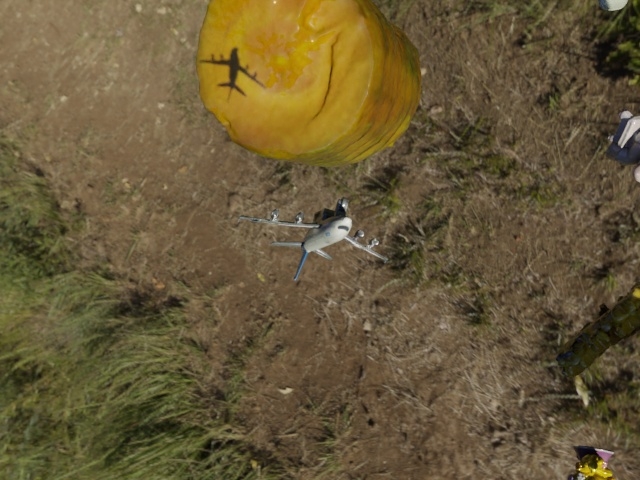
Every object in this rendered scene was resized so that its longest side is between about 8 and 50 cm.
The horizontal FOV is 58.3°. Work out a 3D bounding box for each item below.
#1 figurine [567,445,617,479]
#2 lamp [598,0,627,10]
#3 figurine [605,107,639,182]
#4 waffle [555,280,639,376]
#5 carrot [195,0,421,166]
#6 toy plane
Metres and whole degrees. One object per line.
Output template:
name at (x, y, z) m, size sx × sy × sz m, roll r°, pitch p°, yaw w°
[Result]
figurine at (0.441, 0.413, 0.922) m, size 0.095 × 0.115 × 0.156 m, roll 0°, pitch 71°, yaw 30°
lamp at (0.415, -0.387, 0.727) m, size 0.050 × 0.198 × 0.056 m, roll -6°, pitch 67°, yaw -9°
figurine at (0.684, -0.160, 1.083) m, size 0.256 × 0.182 × 0.144 m, roll 55°, pitch 129°, yaw 49°
waffle at (0.449, 0.120, 0.876) m, size 0.051 × 0.232 × 0.228 m, roll 45°, pitch 99°, yaw 19°
carrot at (-0.002, -0.221, 0.774) m, size 0.242 × 0.341 × 0.241 m, roll 2°, pitch 97°, yaw 20°
toy plane at (0.000, -0.002, 0.272) m, size 0.078 × 0.084 × 0.024 m, roll 16°, pitch 68°, yaw -12°
